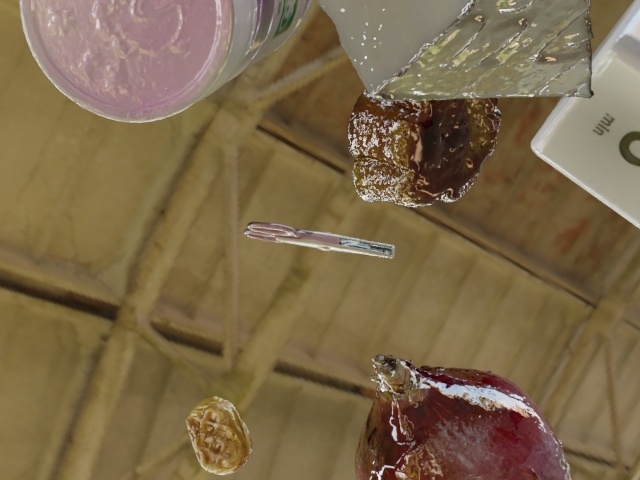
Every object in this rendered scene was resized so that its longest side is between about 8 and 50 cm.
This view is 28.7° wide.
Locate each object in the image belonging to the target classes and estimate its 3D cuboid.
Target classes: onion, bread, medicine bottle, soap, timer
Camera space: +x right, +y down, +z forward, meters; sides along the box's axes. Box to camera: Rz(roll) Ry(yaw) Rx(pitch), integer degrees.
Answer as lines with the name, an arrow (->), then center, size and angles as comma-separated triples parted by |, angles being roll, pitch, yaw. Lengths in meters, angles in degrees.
onion -> 0.089, 0.152, 0.908 | 0.159, 0.159, 0.195 | -46, -56, -12
bread -> 0.158, -0.169, 1.811 | 0.232, 0.135, 0.246 | -20, -54, -36
medicine bottle -> -0.138, -0.253, 1.254 | 0.325, 0.212, 0.212 | -52, -21, -67
soap -> 0.169, -0.236, 1.017 | 0.302, 0.159, 0.258 | -9, -25, -38
timer -> 0.383, -0.150, 1.395 | 0.194, 0.195, 0.192 | -52, -4, -42
bread -> -0.141, 0.275, 1.768 | 0.083, 0.110, 0.044 | -28, -12, 21

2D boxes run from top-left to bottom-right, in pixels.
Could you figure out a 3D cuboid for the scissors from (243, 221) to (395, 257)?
scissors -> 0.000, 0.000, 1.444 | 0.176, 0.085, 0.022 | 9, -102, -7
